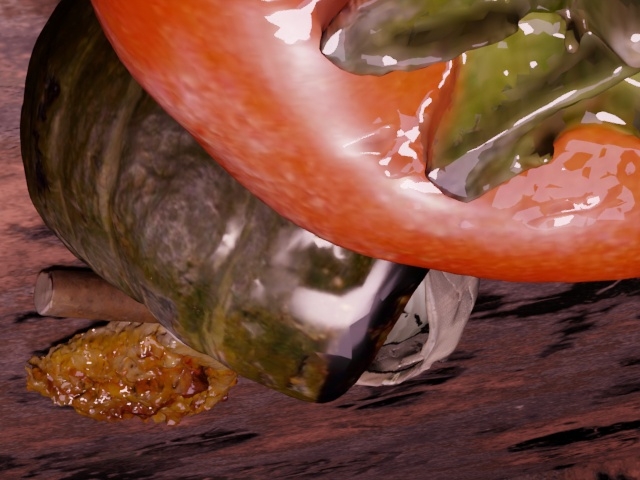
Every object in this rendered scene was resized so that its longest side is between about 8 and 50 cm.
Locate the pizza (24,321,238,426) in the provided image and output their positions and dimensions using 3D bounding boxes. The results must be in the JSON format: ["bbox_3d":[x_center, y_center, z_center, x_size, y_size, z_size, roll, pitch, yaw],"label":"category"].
[{"bbox_3d":[-0.193,0.144,1.452,0.226,0.086,0.335,-7,163,-13],"label":"pizza"}]

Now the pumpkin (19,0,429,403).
[{"bbox_3d":[-0.031,-0.071,0.728,0.232,0.242,0.325,32,-178,-4],"label":"pumpkin"}]

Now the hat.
[{"bbox_3d":[-0.007,-0.001,1.048,0.275,0.161,0.232,28,140,-25],"label":"hat"}]

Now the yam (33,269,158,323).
[{"bbox_3d":[-0.142,0.056,1.279,0.264,0.046,0.046,6,155,-41],"label":"yam"}]

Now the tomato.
[{"bbox_3d":[0.080,-0.154,0.460,0.341,0.273,0.341,-2,142,-1],"label":"tomato"}]
